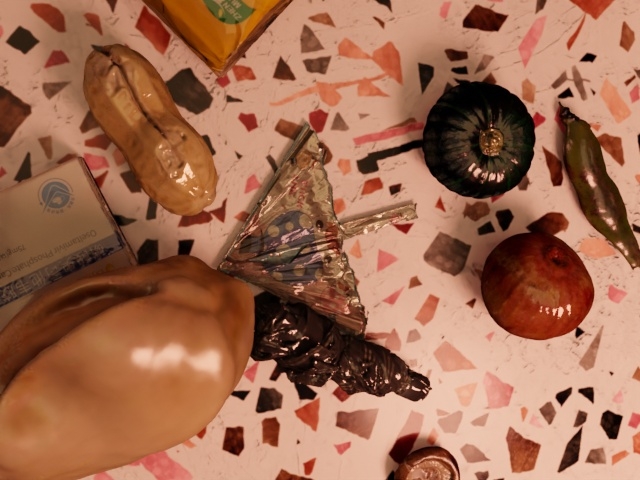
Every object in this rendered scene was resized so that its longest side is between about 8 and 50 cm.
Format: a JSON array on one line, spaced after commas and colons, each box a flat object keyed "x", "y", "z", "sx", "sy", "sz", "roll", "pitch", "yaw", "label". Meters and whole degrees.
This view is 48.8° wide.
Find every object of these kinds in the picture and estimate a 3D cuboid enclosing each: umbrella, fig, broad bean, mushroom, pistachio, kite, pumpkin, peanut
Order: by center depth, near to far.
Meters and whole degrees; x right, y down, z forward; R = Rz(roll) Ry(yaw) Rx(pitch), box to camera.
[{"x": -0.292, "y": 0.187, "z": 1.026, "sx": 0.445, "sy": 0.365, "sz": 0.281, "roll": -33, "pitch": 58, "yaw": -14, "label": "pistachio"}, {"x": -0.262, "y": -0.168, "z": 1.090, "sx": 0.130, "sy": 0.130, "sz": 0.290, "roll": -35, "pitch": 99, "yaw": -7, "label": "peanut"}, {"x": 0.269, "y": -0.169, "z": 1.196, "sx": 0.202, "sy": 0.140, "sz": 0.202, "roll": -1, "pitch": 94, "yaw": -9, "label": "pumpkin"}, {"x": 0.028, "y": 0.203, "z": 1.197, "sx": 0.336, "sy": 0.154, "sz": 0.128, "roll": 27, "pitch": 87, "yaw": -33, "label": "umbrella"}, {"x": 0.000, "y": 0.000, "z": 1.220, "sx": 0.368, "sy": 0.014, "sz": 0.406, "roll": -16, "pitch": 98, "yaw": -11, "label": "kite"}, {"x": 0.371, "y": 0.086, "z": 1.232, "sx": 0.205, "sy": 0.205, "sz": 0.205, "roll": -1, "pitch": 96, "yaw": -12, "label": "fig"}, {"x": 0.193, "y": 0.428, "z": 1.284, "sx": 0.123, "sy": 0.052, "sz": 0.123, "roll": -1, "pitch": 99, "yaw": -5, "label": "mushroom"}, {"x": 0.503, "y": -0.097, "z": 1.293, "sx": 0.077, "sy": 0.061, "sz": 0.339, "roll": -30, "pitch": 101, "yaw": -20, "label": "broad bean"}]

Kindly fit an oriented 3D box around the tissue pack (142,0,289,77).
[{"x": -0.185, "y": -0.476, "z": 1.023, "sx": 0.382, "sy": 0.228, "sz": 0.293, "roll": 44, "pitch": 84, "yaw": -14, "label": "tissue pack"}]

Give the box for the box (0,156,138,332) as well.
[{"x": -0.482, "y": 0.029, "z": 1.092, "sx": 0.343, "sy": 0.065, "sz": 0.200, "roll": -27, "pitch": 100, "yaw": -8, "label": "box"}]
